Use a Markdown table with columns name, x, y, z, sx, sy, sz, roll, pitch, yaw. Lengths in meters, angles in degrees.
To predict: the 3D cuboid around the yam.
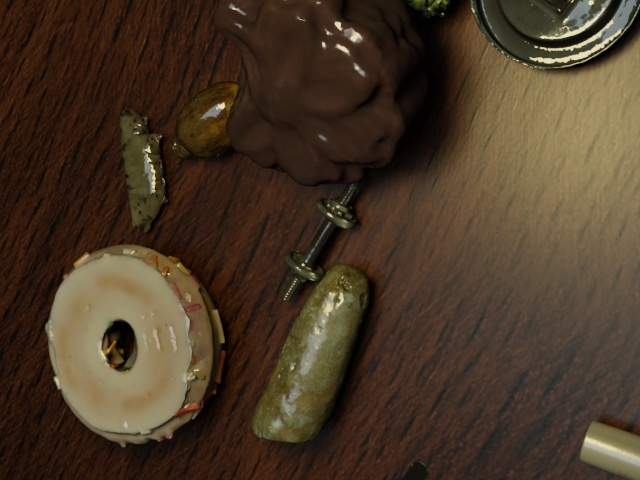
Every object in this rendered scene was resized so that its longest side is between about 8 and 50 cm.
| name | x | y | z | sx | sy | sz | roll | pitch | yaw |
| --- | --- | --- | --- | --- | --- | --- | --- | --- | --- |
| yam | -0.006 | 0.195 | 1.774 | 0.133 | 0.133 | 0.330 | 25 | 98 | 24 |

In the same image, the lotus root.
| name | x | y | z | sx | sy | sz | roll | pitch | yaw |
| --- | --- | --- | --- | --- | --- | --- | --- | --- | --- |
| lotus root | -0.196 | -0.216 | 1.849 | 0.209 | 0.120 | 0.120 | -34 | 77 | 25 |

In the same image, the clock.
| name | x | y | z | sx | sy | sz | roll | pitch | yaw |
| --- | --- | --- | --- | --- | --- | --- | --- | --- | --- |
| clock | 0.371 | -0.403 | 1.594 | 0.280 | 0.055 | 0.281 | 1 | 92 | 27 |

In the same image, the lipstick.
| name | x | y | z | sx | sy | sz | roll | pitch | yaw |
| --- | --- | --- | --- | --- | --- | --- | --- | --- | --- |
| lipstick | 0.524 | 0.345 | 1.538 | 0.254 | 0.070 | 0.070 | 18 | 100 | 25 |

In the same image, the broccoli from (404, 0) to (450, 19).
| name | x | y | z | sx | sy | sz | roll | pitch | yaw |
| --- | --- | --- | --- | --- | --- | --- | --- | --- | --- |
| broccoli | 0.195 | -0.490 | 1.609 | 0.165 | 0.145 | 0.304 | 31 | 118 | -24 |

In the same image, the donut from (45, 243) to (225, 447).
| name | x | y | z | sx | sy | sz | roll | pitch | yaw |
| --- | --- | --- | --- | --- | --- | --- | --- | --- | --- |
| donut | -0.341 | 0.191 | 1.925 | 0.382 | 0.142 | 0.383 | 2 | 94 | 27 |

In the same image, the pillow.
| name | x | y | z | sx | sy | sz | roll | pitch | yaw |
| --- | --- | --- | --- | --- | --- | --- | --- | --- | --- |
| pillow | -0.334 | -0.137 | 1.960 | 0.093 | 0.051 | 0.241 | -7 | 88 | 32 |

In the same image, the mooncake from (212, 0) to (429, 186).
| name | x | y | z | sx | sy | sz | roll | pitch | yaw |
| --- | --- | --- | --- | --- | --- | --- | --- | --- | --- |
| mooncake | -0.005 | -0.264 | 1.625 | 0.350 | 0.212 | 0.381 | 11 | 131 | 28 |

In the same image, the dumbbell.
| name | x | y | z | sx | sy | sz | roll | pitch | yaw |
| --- | --- | --- | --- | --- | --- | --- | --- | --- | --- |
| dumbbell | 0.000 | 0.000 | 1.781 | 0.081 | 0.081 | 0.254 | 37 | 107 | 21 |

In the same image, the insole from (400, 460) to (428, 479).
| name | x | y | z | sx | sy | sz | roll | pitch | yaw |
| --- | --- | --- | --- | --- | --- | --- | --- | --- | --- |
| insole | 0.142 | 0.436 | 1.771 | 0.045 | 0.002 | 0.135 | 38 | 108 | 20 |
